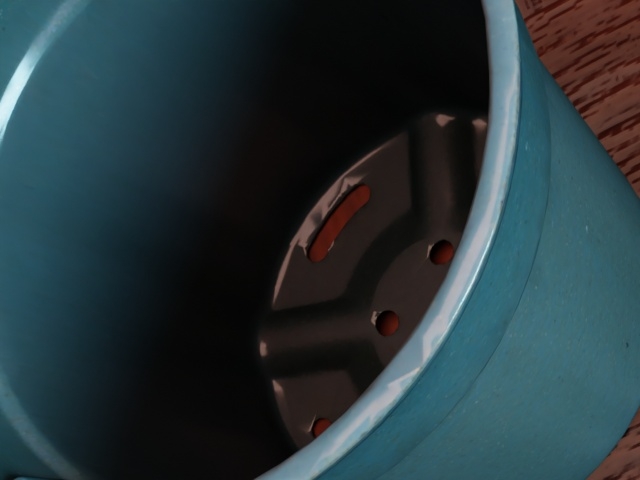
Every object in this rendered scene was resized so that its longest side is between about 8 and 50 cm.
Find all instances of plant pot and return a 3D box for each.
[{"bbox_3d":[0.000,0.000,0.871,0.341,0.334,0.341,-9,71,27],"label":"plant pot"}]
